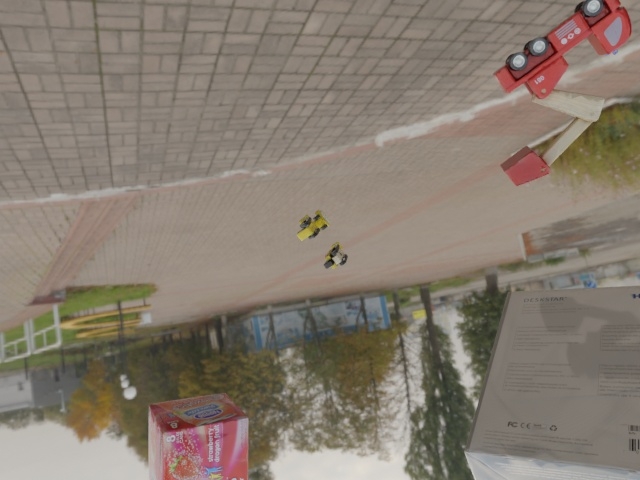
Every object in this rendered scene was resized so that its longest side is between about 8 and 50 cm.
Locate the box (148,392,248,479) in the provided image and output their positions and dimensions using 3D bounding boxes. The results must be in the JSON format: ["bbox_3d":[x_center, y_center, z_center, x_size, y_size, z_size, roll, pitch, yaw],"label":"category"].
[{"bbox_3d":[-0.188,0.380,0.780,0.128,0.256,0.123,0,-177,-27],"label":"box"}]

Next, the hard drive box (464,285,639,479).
[{"bbox_3d":[0.259,0.145,0.487,0.181,0.089,0.232,-7,-152,35],"label":"hard drive box"}]

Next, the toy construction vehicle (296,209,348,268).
[{"bbox_3d":[0.000,0.000,0.737,0.035,0.086,0.098,-36,-169,18],"label":"toy construction vehicle"}]

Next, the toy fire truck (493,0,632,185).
[{"bbox_3d":[0.271,-0.167,0.584,0.192,0.135,0.047,-35,-173,21],"label":"toy fire truck"}]
